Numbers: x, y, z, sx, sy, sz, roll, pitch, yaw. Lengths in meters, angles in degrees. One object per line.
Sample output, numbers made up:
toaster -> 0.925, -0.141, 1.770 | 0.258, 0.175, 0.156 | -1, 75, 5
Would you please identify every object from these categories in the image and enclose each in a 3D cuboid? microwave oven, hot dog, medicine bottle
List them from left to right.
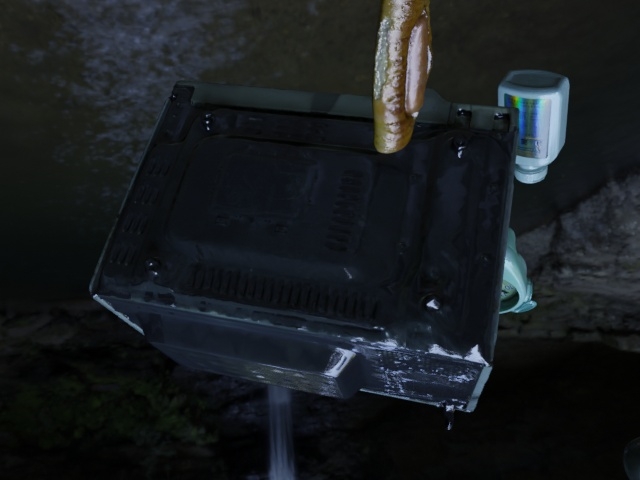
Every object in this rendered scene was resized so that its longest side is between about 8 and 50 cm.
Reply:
microwave oven -> 0.000, 0.000, 0.579 | 0.355, 0.286, 0.218 | 9, 155, 14
hot dog -> 0.050, -0.113, 0.339 | 0.028, 0.044, 0.137 | 19, 137, 21
medicine bottle -> 0.416, -0.218, 1.124 | 0.121, 0.083, 0.228 | 18, 145, 32

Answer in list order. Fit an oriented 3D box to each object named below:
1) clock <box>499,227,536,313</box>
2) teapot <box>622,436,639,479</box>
clock -> 0.234, 0.054, 0.843 | 0.148, 0.060, 0.188 | -7, 140, 35
teapot -> 0.621, 0.486, 1.021 | 0.184, 0.250, 0.183 | 25, 163, 8
